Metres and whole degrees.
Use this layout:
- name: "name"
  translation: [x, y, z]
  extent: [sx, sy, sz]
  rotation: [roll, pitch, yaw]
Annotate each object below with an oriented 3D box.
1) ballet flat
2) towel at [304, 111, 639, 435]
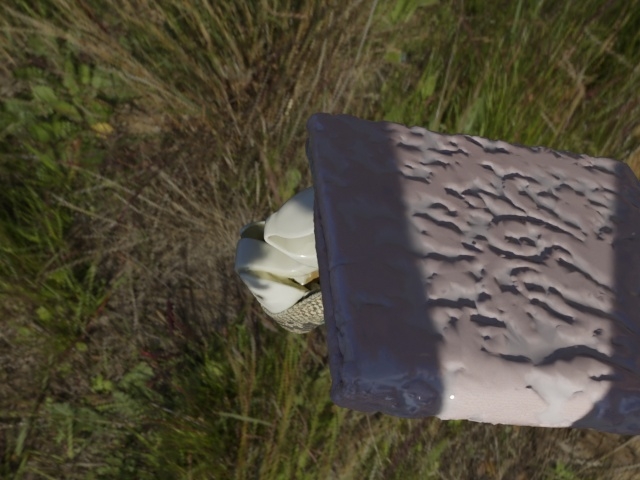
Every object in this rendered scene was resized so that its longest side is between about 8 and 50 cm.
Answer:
- name: "ballet flat"
  translation: [0.000, 0.000, 1.006]
  extent: [0.182, 0.483, 0.164]
  rotation: [3, 69, -31]
- name: "towel"
  translation: [0.154, 0.020, 0.645]
  extent: [0.332, 0.053, 0.317]
  rotation: [7, 39, -13]
